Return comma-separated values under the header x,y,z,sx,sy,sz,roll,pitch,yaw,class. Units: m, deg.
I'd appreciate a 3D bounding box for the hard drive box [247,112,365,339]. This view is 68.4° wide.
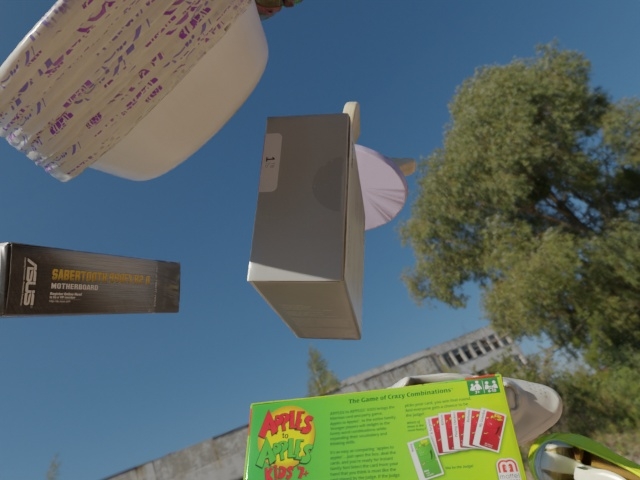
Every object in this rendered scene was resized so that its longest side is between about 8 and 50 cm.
x,y,z,sx,sy,sz,roll,pitch,yaw,class
0.000,0.000,0.541,0.089,0.181,0.232,0,-25,9,hard drive box

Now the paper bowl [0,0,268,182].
x,y,z,sx,sy,sz,roll,pitch,yaw,class
-0.165,-0.172,0.458,0.284,0.284,0.148,-37,-57,13,paper bowl

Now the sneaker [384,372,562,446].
x,y,z,sx,sy,sz,roll,pitch,yaw,class
0.242,0.261,0.735,0.296,0.111,0.129,-1,-34,-6,sneaker

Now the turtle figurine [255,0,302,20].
x,y,z,sx,sy,sz,roll,pitch,yaw,class
-0.090,-0.431,0.781,0.175,0.118,0.234,10,-10,-31,turtle figurine

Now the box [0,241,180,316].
x,y,z,sx,sy,sz,roll,pitch,yaw,class
-0.286,0.047,0.460,0.230,0.056,0.183,-5,-9,25,box

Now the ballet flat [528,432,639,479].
x,y,z,sx,sy,sz,roll,pitch,yaw,class
0.298,0.262,0.526,0.077,0.077,0.231,19,-13,-15,ballet flat

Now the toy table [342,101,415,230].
x,y,z,sx,sy,sz,roll,pitch,yaw,class
0.045,-0.131,0.935,0.161,0.273,0.253,-56,-22,-55,toy table

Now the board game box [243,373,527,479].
x,y,z,sx,sy,sz,roll,pitch,yaw,class
0.039,0.152,0.317,0.181,0.092,0.043,-11,-43,14,board game box
